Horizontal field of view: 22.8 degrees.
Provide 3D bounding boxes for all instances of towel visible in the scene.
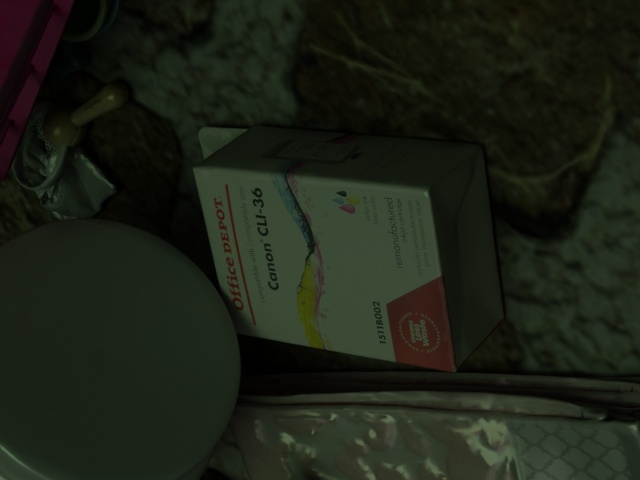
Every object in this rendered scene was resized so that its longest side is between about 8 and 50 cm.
[{"bbox_3d":[0.109,0.236,0.993,0.317,0.053,0.332,-4,112,38],"label":"towel"}]

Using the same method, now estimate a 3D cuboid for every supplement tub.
[{"bbox_3d":[-0.175,0.116,1.005,0.191,0.191,0.272,48,146,3],"label":"supplement tub"}]

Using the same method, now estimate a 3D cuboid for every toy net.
[{"bbox_3d":[-0.178,-0.105,1.010,0.122,0.045,0.232,28,129,21],"label":"toy net"}]

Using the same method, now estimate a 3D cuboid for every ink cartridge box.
[{"bbox_3d":[0.000,0.000,0.924,0.198,0.067,0.115,7,120,34],"label":"ink cartridge box"}]

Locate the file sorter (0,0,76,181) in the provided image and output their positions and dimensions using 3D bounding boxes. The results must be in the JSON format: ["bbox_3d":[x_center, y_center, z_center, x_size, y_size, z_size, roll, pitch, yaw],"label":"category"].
[{"bbox_3d":[-0.266,-0.075,0.849,0.202,0.182,0.290,24,150,-10],"label":"file sorter"}]
